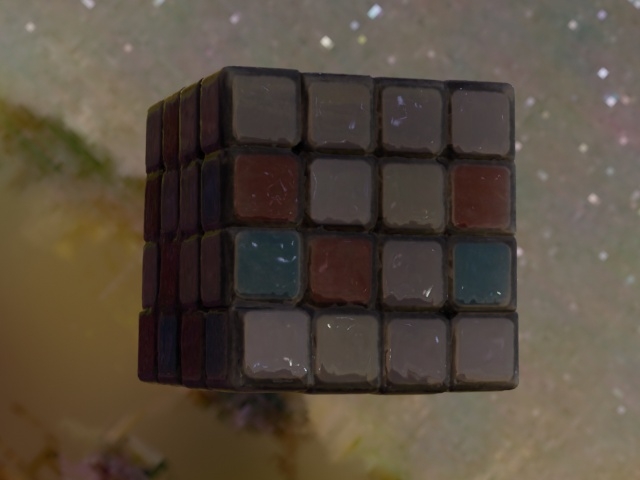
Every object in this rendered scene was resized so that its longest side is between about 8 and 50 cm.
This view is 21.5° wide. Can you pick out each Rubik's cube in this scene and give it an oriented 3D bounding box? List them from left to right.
[{"bbox_3d":[0.000,0.000,1.409,0.259,0.253,0.256,0,-3,-21],"label":"Rubik's cube"}]
